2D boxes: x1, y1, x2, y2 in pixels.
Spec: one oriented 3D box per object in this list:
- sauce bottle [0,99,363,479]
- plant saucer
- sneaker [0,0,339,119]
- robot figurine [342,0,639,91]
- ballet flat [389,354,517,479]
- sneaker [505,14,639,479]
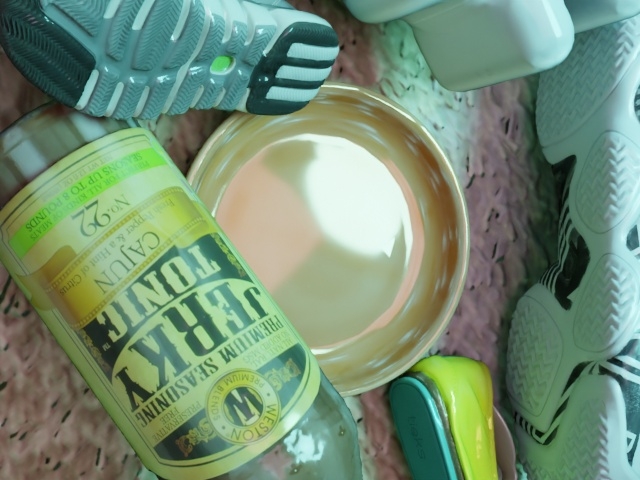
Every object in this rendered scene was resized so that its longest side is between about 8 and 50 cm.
[{"bbox_3d":[-0.055,0.078,0.585,0.111,0.111,0.344,-37,83,-16],"label":"sauce bottle"},{"bbox_3d":[0.000,0.000,0.698,0.200,0.037,0.200,0,91,-22],"label":"plant saucer"},{"bbox_3d":[-0.103,-0.131,0.599,0.228,0.132,0.086,3,126,-53],"label":"sneaker"},{"bbox_3d":[0.061,-0.266,0.627,0.300,0.199,0.353,-34,103,-27],"label":"robot figurine"},{"bbox_3d":[0.103,0.187,0.726,0.077,0.077,0.231,-11,94,-36],"label":"ballet flat"},{"bbox_3d":[0.251,0.015,0.728,0.210,0.137,0.366,7,86,-18],"label":"sneaker"}]
